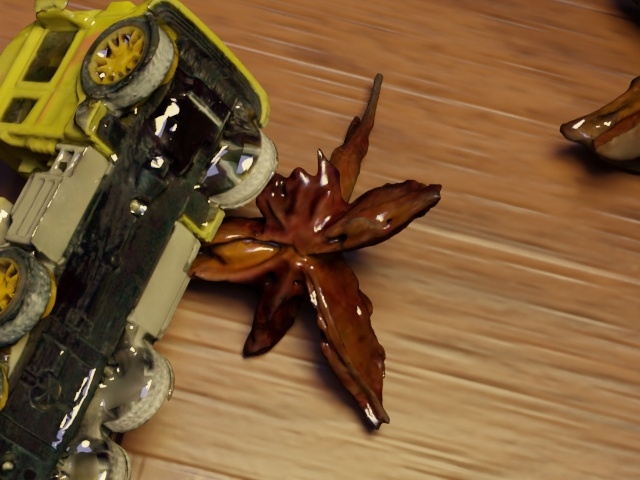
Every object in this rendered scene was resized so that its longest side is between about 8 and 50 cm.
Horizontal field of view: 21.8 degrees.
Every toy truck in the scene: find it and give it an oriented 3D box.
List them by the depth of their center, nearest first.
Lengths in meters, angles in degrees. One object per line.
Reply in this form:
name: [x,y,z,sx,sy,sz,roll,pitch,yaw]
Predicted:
toy truck: [-0.146,0.010,0.841,0.157,0.124,0.272,10,67,38]

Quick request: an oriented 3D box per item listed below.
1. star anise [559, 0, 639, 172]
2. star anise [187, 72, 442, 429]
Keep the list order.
star anise: [0.301,-0.089,0.942,0.315,0.108,0.315,3,65,-6]
star anise: [0.007,-0.006,0.911,0.158,0.144,0.141,28,113,12]
